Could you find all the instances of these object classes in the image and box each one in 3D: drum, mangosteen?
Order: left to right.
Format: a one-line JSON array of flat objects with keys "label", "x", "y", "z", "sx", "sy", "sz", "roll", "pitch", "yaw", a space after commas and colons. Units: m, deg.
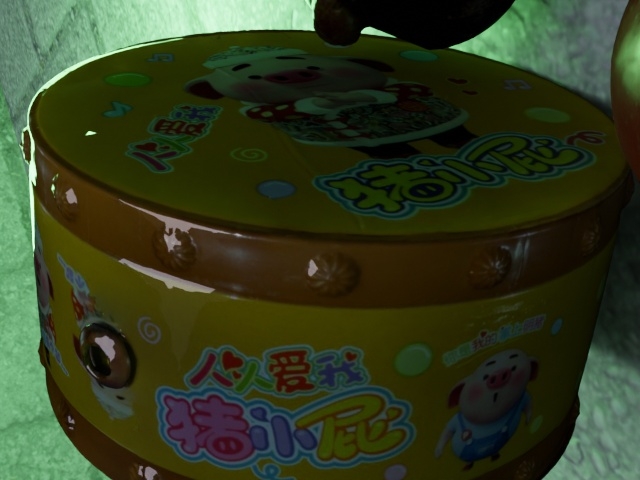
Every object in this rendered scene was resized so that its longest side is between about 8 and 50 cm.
[{"label": "drum", "x": 0.000, "y": 0.000, "z": 0.672, "sx": 0.431, "sy": 0.431, "sz": 0.214, "roll": 36, "pitch": 130, "yaw": 46}, {"label": "mangosteen", "x": 0.050, "y": -0.225, "z": 0.686, "sx": 0.194, "sy": 0.230, "sz": 0.194, "roll": 155, "pitch": 90, "yaw": -84}]

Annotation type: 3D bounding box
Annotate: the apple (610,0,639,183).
[{"label": "apple", "x": 0.254, "y": -0.081, "z": 0.437, "sx": 0.218, "sy": 0.218, "sz": 0.201, "roll": 56, "pitch": 136, "yaw": 29}]
